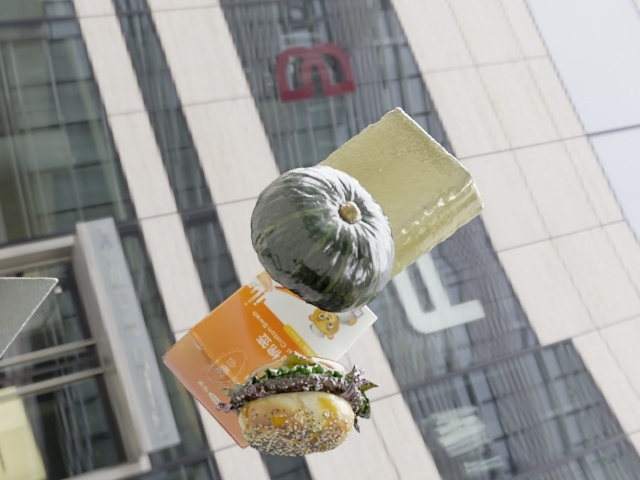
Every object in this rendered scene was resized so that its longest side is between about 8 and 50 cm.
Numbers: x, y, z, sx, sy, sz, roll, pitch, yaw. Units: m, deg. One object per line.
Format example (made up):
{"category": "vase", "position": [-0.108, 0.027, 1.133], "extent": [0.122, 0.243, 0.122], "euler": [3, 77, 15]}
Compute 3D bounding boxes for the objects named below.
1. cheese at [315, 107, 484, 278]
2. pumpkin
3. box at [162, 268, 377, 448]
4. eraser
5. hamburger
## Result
{"category": "cheese", "position": [0.107, -0.072, 1.531], "extent": [0.242, 0.266, 0.124], "euler": [51, -4, 42]}
{"category": "pumpkin", "position": [0.002, -0.001, 1.174], "extent": [0.152, 0.212, 0.211], "euler": [-55, -129, 43]}
{"category": "box", "position": [-0.090, 0.185, 1.603], "extent": [0.225, 0.341, 0.143], "euler": [47, -40, 4]}
{"category": "eraser", "position": [-0.491, 0.179, 1.168], "extent": [0.077, 0.352, 0.111], "euler": [39, -34, -14]}
{"category": "hamburger", "position": [-0.022, 0.201, 1.031], "extent": [0.164, 0.190, 0.093], "euler": [-42, -135, 48]}
